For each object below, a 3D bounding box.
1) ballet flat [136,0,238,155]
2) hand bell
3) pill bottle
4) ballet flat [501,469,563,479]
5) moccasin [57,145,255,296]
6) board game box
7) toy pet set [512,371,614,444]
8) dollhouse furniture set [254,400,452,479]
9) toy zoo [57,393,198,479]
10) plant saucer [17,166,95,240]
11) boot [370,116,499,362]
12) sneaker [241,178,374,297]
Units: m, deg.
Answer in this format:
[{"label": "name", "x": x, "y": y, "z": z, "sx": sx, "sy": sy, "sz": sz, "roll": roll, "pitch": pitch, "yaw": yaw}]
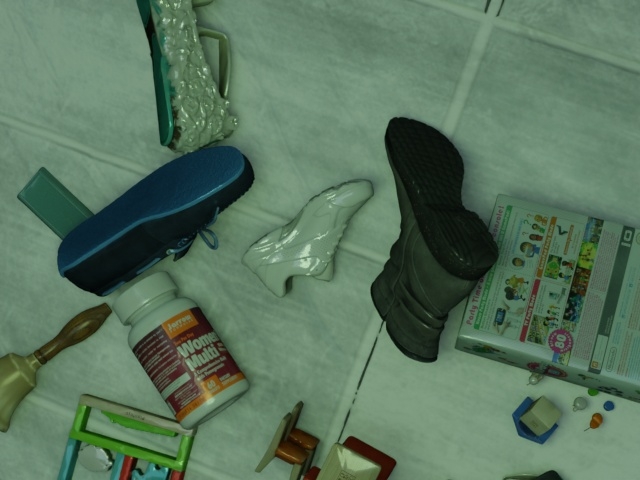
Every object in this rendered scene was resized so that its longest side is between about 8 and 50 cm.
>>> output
[{"label": "ballet flat", "x": -0.215, "y": -0.333, "z": 1.744, "sx": 0.147, "sy": 0.147, "sz": 0.409, "roll": -11, "pitch": 87, "yaw": 8}, {"label": "hand bell", "x": -0.430, "y": 0.175, "z": 1.751, "sx": 0.242, "sy": 0.126, "sz": 0.126, "roll": -37, "pitch": 80, "yaw": -8}, {"label": "pill bottle", "x": -0.213, "y": 0.163, "z": 1.691, "sx": 0.121, "sy": 0.121, "sz": 0.221, "roll": -35, "pitch": 81, "yaw": 5}, {"label": "ballet flat", "x": 0.261, "y": 0.380, "z": 1.628, "sx": 0.203, "sy": 0.074, "sz": 0.074, "roll": -21, "pitch": 82, "yaw": 13}, {"label": "moccasin", "x": -0.240, "y": -0.029, "z": 1.713, "sx": 0.342, "sy": 0.117, "sz": 0.137, "roll": -26, "pitch": 41, "yaw": 17}, {"label": "board game box", "x": 0.367, "y": 0.084, "z": 1.594, "sx": 0.303, "sy": 0.097, "sz": 0.224, "roll": 16, "pitch": 75, "yaw": 9}, {"label": "toy pet set", "x": 0.341, "y": 0.244, "z": 1.636, "sx": 0.122, "sy": 0.065, "sz": 0.114, "roll": 44, "pitch": 58, "yaw": 7}, {"label": "dollhouse furniture set", "x": 0.050, "y": 0.325, "z": 1.566, "sx": 0.262, "sy": 0.259, "sz": 0.135, "roll": 27, "pitch": 100, "yaw": 9}, {"label": "toy zoo", "x": -0.319, "y": 0.404, "z": 1.735, "sx": 0.192, "sy": 0.030, "sz": 0.293, "roll": 14, "pitch": 88, "yaw": 10}, {"label": "plant saucer", "x": -0.401, "y": -0.033, "z": 1.790, "sx": 0.192, "sy": 0.018, "sz": 0.067, "roll": 42, "pitch": 93, "yaw": 9}, {"label": "boot", "x": 0.127, "y": -0.007, "z": 1.636, "sx": 0.118, "sy": 0.338, "sz": 0.222, "roll": 10, "pitch": 132, "yaw": -21}, {"label": "sneaker", "x": 0.000, "y": 0.000, "z": 1.695, "sx": 0.232, "sy": 0.090, "sz": 0.115, "roll": -38, "pitch": 87, "yaw": 14}]
